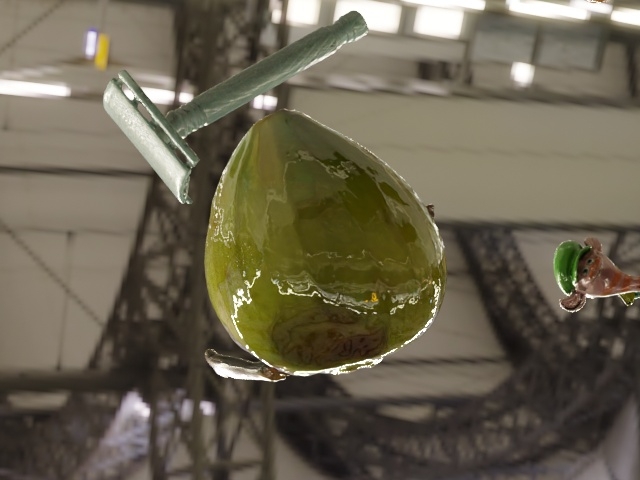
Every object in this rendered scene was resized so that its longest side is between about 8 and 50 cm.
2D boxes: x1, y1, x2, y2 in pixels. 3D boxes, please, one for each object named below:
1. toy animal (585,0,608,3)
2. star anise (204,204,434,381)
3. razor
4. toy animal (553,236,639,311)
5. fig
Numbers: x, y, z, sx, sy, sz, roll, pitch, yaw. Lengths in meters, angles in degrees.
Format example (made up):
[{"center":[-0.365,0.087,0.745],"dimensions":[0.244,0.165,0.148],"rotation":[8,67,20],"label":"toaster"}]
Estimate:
[{"center":[0.301,-0.405,1.443],"dimensions":[0.191,0.338,0.216],"rotation":[-14,-128,-48],"label":"toy animal"},{"center":[-0.023,0.042,1.825],"dimensions":[0.148,0.346,0.237],"rotation":[45,-159,1],"label":"star anise"},{"center":[-0.054,-0.129,1.286],"dimensions":[0.232,0.068,0.106],"rotation":[-31,-109,-25],"label":"razor"},{"center":[0.360,0.035,1.667],"dimensions":[0.208,0.100,0.103],"rotation":[-10,160,18],"label":"toy animal"},{"center":[0.000,0.000,1.543],"dimensions":[0.239,0.271,0.239],"rotation":[-14,-176,1],"label":"fig"}]
